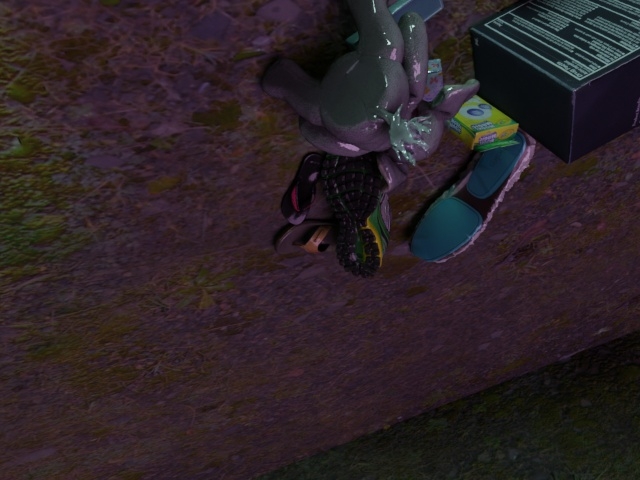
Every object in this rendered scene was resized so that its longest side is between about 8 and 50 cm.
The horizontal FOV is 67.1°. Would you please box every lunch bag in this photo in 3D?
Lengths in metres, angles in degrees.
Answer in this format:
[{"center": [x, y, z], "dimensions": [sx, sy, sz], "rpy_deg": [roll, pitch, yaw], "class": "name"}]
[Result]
[{"center": [0.200, -0.317, 0.961], "dimensions": [0.083, 0.053, 0.071], "rpy_deg": [-7, 138, 13], "class": "lunch bag"}]

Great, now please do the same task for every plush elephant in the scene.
[{"center": [0.117, -0.232, 0.842], "dimensions": [0.272, 0.330, 0.255], "rpy_deg": [-43, 155, 19], "class": "plush elephant"}]

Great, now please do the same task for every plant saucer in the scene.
[{"center": [0.140, -0.396, 0.883], "dimensions": [0.192, 0.018, 0.067], "rpy_deg": [-36, 137, 5], "class": "plant saucer"}]

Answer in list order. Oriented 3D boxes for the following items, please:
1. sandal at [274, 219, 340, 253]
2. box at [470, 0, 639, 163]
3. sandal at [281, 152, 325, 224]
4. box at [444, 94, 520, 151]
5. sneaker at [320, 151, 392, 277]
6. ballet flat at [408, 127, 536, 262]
[{"center": [0.000, 0.000, 1.143], "dimensions": [0.220, 0.060, 0.090], "rpy_deg": [-3, 130, -26], "class": "sandal"}, {"center": [0.497, -0.345, 0.916], "dimensions": [0.294, 0.296, 0.182], "rpy_deg": [-28, 137, -1], "class": "box"}, {"center": [-0.036, -0.104, 1.041], "dimensions": [0.067, 0.040, 0.179], "rpy_deg": [3, 127, -27], "class": "sandal"}, {"center": [0.323, -0.244, 1.000], "dimensions": [0.105, 0.179, 0.043], "rpy_deg": [-15, 135, -16], "class": "box"}, {"center": [0.089, -0.093, 1.078], "dimensions": [0.134, 0.146, 0.343], "rpy_deg": [9, 125, 21], "class": "sneaker"}, {"center": [0.391, -0.102, 1.211], "dimensions": [0.147, 0.147, 0.409], "rpy_deg": [18, 120, -38], "class": "ballet flat"}]
